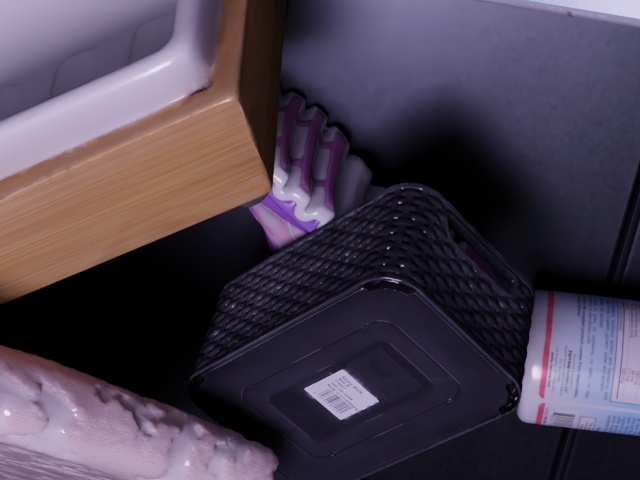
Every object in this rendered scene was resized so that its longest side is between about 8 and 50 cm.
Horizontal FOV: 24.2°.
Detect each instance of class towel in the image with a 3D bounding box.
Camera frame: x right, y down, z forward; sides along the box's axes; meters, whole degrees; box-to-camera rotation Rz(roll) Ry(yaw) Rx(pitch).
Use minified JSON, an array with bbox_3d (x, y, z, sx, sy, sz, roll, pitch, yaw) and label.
[{"bbox_3d":[-0.239,0.097,0.906,0.332,0.053,0.317,22,163,-29],"label":"towel"}]

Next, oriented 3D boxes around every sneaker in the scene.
[{"bbox_3d":[0.000,0.000,0.950,0.236,0.095,0.104,41,125,-14],"label":"sneaker"}]

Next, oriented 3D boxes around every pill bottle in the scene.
[{"bbox_3d":[0.209,0.082,0.957,0.160,0.087,0.087,6,119,6],"label":"pill bottle"}]

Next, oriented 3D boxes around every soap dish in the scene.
[{"bbox_3d":[-0.151,-0.080,0.861,0.291,0.229,0.118,-22,129,20],"label":"soap dish"}]

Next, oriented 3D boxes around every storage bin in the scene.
[{"bbox_3d":[0.024,0.062,0.885,0.180,0.084,0.122,-31,118,35],"label":"storage bin"}]

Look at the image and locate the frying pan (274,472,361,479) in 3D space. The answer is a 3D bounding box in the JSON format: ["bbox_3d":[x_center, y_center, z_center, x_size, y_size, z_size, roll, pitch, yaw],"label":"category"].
[{"bbox_3d":[-0.073,0.215,1.105,0.326,0.053,0.197,34,118,-13],"label":"frying pan"}]

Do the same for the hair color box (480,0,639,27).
[{"bbox_3d":[0.123,-0.183,0.720,0.374,0.185,0.114,13,115,18],"label":"hair color box"}]
